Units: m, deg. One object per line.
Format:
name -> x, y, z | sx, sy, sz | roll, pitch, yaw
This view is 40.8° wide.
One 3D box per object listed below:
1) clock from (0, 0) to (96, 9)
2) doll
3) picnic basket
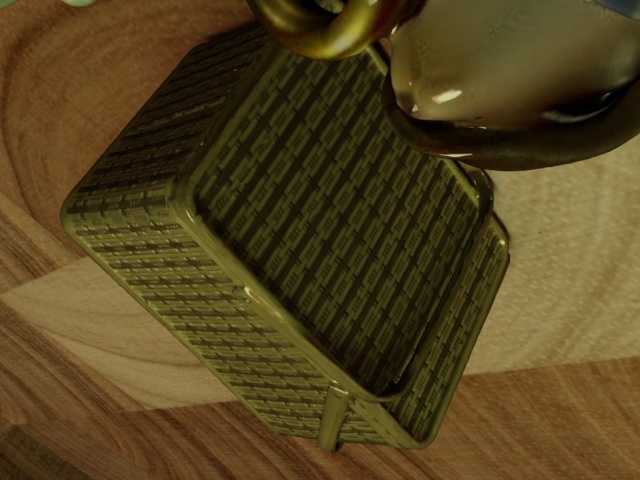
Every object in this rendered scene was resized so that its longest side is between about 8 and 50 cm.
clock -> -0.223, -0.245, 0.592 | 0.199, 0.146, 0.243 | 49, 150, -21
doll -> 0.126, -0.163, 0.356 | 0.318, 0.209, 0.339 | 41, 151, 9
picnic basket -> 0.000, 0.000, 0.682 | 0.175, 0.228, 0.313 | -6, 133, 45
